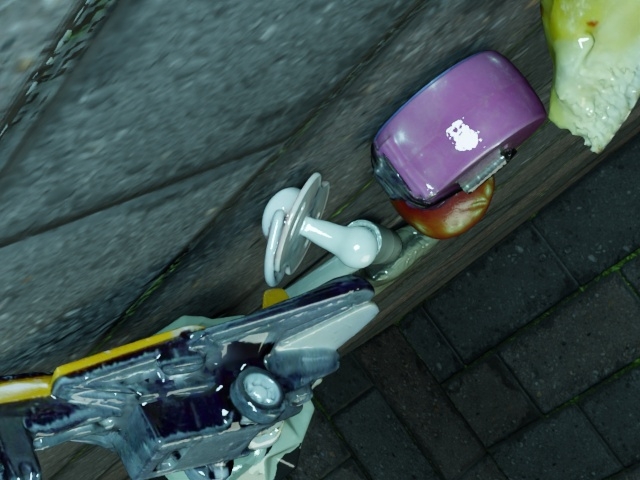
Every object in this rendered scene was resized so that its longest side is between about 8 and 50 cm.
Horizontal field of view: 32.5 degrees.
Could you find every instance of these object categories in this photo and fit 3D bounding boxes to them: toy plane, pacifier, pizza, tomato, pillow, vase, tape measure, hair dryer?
[{"bbox_3d":[-0.114,0.107,0.685,0.316,0.103,0.204,-12,146,-46],"label":"toy plane"},{"bbox_3d":[0.000,0.000,0.733,0.099,0.078,0.082,22,89,-82],"label":"pacifier"},{"bbox_3d":[0.172,-0.167,0.558,0.188,0.080,0.204,-58,175,-33],"label":"pizza"},{"bbox_3d":[0.093,-0.047,0.860,0.087,0.087,0.075,-36,148,3],"label":"tomato"},{"bbox_3d":[0.087,0.029,1.385,0.148,0.050,0.230,-28,173,-18],"label":"pillow"},{"bbox_3d":[-0.082,0.149,1.026,0.165,0.165,0.360,-36,175,-1],"label":"vase"},{"bbox_3d":[0.096,-0.071,0.748,0.118,0.074,0.125,-40,173,23],"label":"tape measure"},{"bbox_3d":[-0.004,0.042,1.122,0.183,0.044,0.155,-34,170,8],"label":"hair dryer"}]
